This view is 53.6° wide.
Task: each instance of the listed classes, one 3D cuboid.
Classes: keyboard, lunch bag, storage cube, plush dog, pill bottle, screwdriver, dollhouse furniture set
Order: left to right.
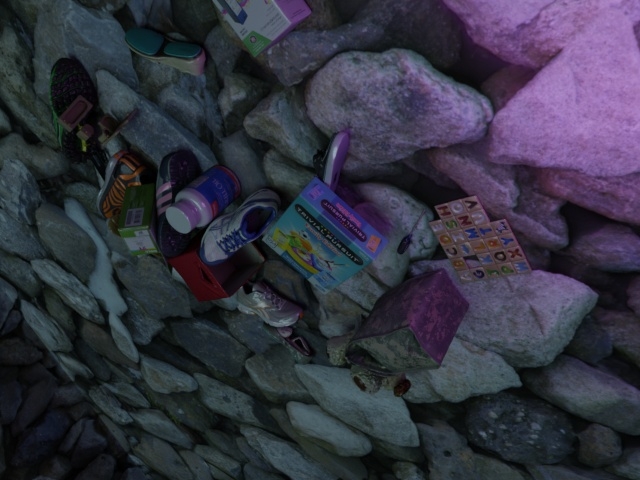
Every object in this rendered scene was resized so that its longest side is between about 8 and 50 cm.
[{"bbox_3d":[-0.672,-0.376,1.912,0.151,0.144,0.123,42,141,-24],"label":"dollhouse furniture set"},{"bbox_3d":[-0.755,-0.280,2.179,0.108,0.023,0.180,1,126,45],"label":"keyboard"},{"bbox_3d":[-0.344,-0.116,1.852,0.124,0.221,0.124,21,135,22],"label":"pill bottle"},{"bbox_3d":[-0.332,0.064,2.012,0.193,0.215,0.183,-13,116,50],"label":"storage cube"},{"bbox_3d":[0.174,0.371,1.945,0.225,0.211,0.262,53,168,-34],"label":"plush dog"},{"bbox_3d":[0.219,0.234,1.714,0.287,0.235,0.169,-22,113,46],"label":"lunch bag"},{"bbox_3d":[0.241,-0.023,1.646,0.025,0.024,0.169,16,134,-15],"label":"screwdriver"}]

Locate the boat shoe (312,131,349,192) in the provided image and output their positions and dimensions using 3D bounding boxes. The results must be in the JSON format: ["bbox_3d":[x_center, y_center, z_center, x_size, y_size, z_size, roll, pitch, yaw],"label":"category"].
[{"bbox_3d":[0.013,-0.197,1.628,0.076,0.080,0.228,29,145,12],"label":"boat shoe"}]

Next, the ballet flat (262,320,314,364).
[{"bbox_3d":[-0.106,0.340,2.196,0.213,0.072,0.068,46,112,-6],"label":"ballet flat"}]

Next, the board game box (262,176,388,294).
[{"bbox_3d":[0.000,0.000,1.746,0.254,0.079,0.336,41,151,-3],"label":"board game box"}]

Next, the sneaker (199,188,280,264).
[{"bbox_3d":[-0.237,-0.030,1.809,0.296,0.131,0.112,-44,110,11],"label":"sneaker"}]

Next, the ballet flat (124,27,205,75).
[{"bbox_3d":[-0.412,-0.497,1.693,0.249,0.086,0.086,23,136,19],"label":"ballet flat"}]

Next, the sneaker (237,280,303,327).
[{"bbox_3d":[-0.177,0.199,2.098,0.263,0.099,0.120,13,127,27],"label":"sneaker"}]

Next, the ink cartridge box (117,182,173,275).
[{"bbox_3d":[-0.542,-0.025,2.014,0.097,0.188,0.255,-6,139,2],"label":"ink cartridge box"}]

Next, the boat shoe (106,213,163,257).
[{"bbox_3d":[-0.610,-0.021,2.199,0.277,0.098,0.096,31,172,-32],"label":"boat shoe"}]

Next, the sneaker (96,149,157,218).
[{"bbox_3d":[-0.640,-0.141,2.132,0.180,0.124,0.321,37,139,6],"label":"sneaker"}]

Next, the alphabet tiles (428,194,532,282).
[{"bbox_3d":[0.382,-0.001,1.560,0.198,0.009,0.237,-15,115,44],"label":"alphabet tiles"}]

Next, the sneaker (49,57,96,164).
[{"bbox_3d":[-0.813,-0.418,2.022,0.146,0.134,0.343,39,134,33],"label":"sneaker"}]

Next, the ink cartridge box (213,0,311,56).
[{"bbox_3d":[-0.149,-0.551,1.429,0.154,0.093,0.212,-24,107,47],"label":"ink cartridge box"}]

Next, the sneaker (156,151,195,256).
[{"bbox_3d":[-0.457,-0.113,1.958,0.131,0.112,0.318,12,94,52],"label":"sneaker"}]
